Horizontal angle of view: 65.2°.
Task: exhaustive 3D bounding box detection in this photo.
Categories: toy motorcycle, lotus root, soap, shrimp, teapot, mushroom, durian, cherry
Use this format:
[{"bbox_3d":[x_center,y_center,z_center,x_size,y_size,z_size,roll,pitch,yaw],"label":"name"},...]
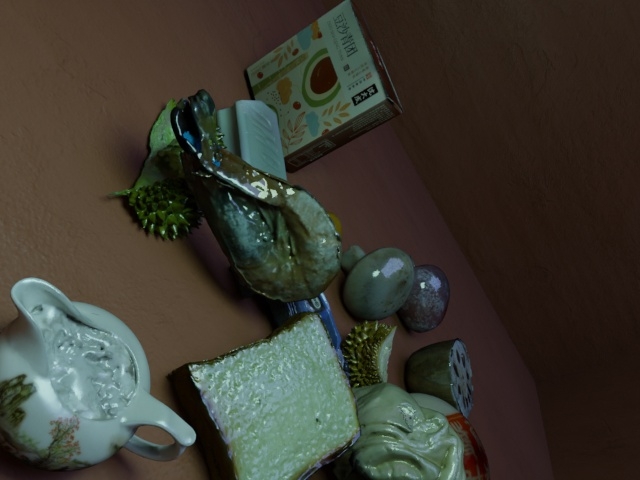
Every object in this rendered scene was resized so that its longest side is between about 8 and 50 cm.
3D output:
[{"bbox_3d":[-0.053,0.191,1.103,0.213,0.125,0.358,-14,77,-56],"label":"toy motorcycle"},{"bbox_3d":[0.386,0.453,1.627,0.272,0.192,0.272,-15,90,-69],"label":"lotus root"},{"bbox_3d":[-0.175,-0.240,1.286,0.173,0.095,0.289,32,40,-50],"label":"soap"},{"bbox_3d":[-0.117,-0.060,0.908,0.445,0.221,0.110,57,22,-24],"label":"shrimp"},{"bbox_3d":[-0.290,0.179,0.621,0.298,0.139,0.204,51,25,-25],"label":"teapot"},{"bbox_3d":[0.152,0.112,1.503,0.243,0.244,0.243,44,32,-37],"label":"mushroom"},{"bbox_3d":[0.113,0.324,1.287,0.138,0.183,0.249,19,42,-7],"label":"durian"},{"bbox_3d":[0.359,0.183,1.794,0.236,0.213,0.285,8,69,-51],"label":"cherry"},{"bbox_3d":[-0.284,-0.137,1.011,0.170,0.157,0.355,16,41,-10],"label":"durian"}]

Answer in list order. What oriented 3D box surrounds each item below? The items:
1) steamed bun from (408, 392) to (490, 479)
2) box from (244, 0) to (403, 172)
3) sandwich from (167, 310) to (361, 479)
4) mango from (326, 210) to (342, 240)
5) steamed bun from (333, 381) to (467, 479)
[{"bbox_3d":[0.296,0.574,1.277,0.374,0.242,0.374,42,36,-41],"label":"steamed bun"},{"bbox_3d":[-0.005,-0.438,1.457,0.122,0.385,0.344,16,53,-60],"label":"box"},{"bbox_3d":[-0.077,0.292,0.883,0.301,0.099,0.271,-17,87,-44],"label":"sandwich"},{"bbox_3d":[0.000,0.000,1.391,0.227,0.110,0.147,-71,154,-57],"label":"mango"},{"bbox_3d":[0.143,0.455,1.029,0.206,0.320,0.274,-36,137,-57],"label":"steamed bun"}]
